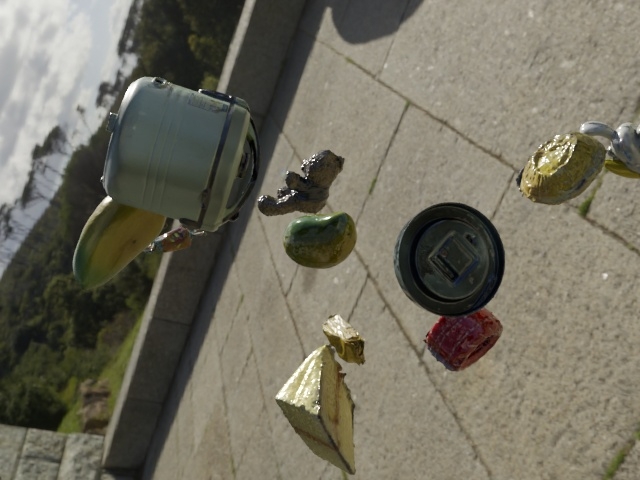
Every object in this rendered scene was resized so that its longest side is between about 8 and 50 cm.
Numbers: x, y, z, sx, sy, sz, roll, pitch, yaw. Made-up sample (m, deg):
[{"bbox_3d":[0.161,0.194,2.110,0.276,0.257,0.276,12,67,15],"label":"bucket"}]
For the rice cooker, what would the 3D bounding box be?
[{"bbox_3d":[-0.220,-0.140,1.058,0.226,0.244,0.226,-165,90,-82],"label":"rice cooker"}]

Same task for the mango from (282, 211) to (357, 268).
[{"bbox_3d":[-0.001,0.003,1.388,0.191,0.085,0.122,-3,106,42],"label":"mango"}]

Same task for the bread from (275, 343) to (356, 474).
[{"bbox_3d":[0.034,0.346,1.361,0.135,0.240,0.178,13,51,40],"label":"bread"}]

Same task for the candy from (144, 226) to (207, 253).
[{"bbox_3d":[-0.363,-0.003,1.630,0.053,0.182,0.046,39,132,32],"label":"candy"}]

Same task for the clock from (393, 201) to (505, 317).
[{"bbox_3d":[0.240,0.036,1.216,0.042,0.215,0.215,161,122,-76],"label":"clock"}]

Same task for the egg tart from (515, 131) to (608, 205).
[{"bbox_3d":[0.644,-0.208,1.762,0.252,0.098,0.232,-31,39,20],"label":"egg tart"}]

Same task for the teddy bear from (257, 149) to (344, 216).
[{"bbox_3d":[-0.034,-0.134,1.709,0.251,0.129,0.182,-41,-4,34],"label":"teddy bear"}]

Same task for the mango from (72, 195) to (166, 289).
[{"bbox_3d":[-0.372,-0.020,1.205,0.237,0.091,0.137,-54,-28,-35],"label":"mango"}]

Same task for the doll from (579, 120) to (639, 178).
[{"bbox_3d":[0.893,-0.262,1.824,0.237,0.252,0.111,-16,35,51],"label":"doll"}]

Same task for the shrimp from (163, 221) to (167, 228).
[{"bbox_3d":[-0.426,-0.043,1.442,0.124,0.178,0.034,137,130,-68],"label":"shrimp"}]

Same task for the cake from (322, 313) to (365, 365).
[{"bbox_3d":[0.063,0.272,1.863,0.116,0.079,0.185,91,157,-56],"label":"cake"}]

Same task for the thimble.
[{"bbox_3d":[0.380,0.243,1.701,0.125,0.189,0.163,45,143,28],"label":"thimble"}]
